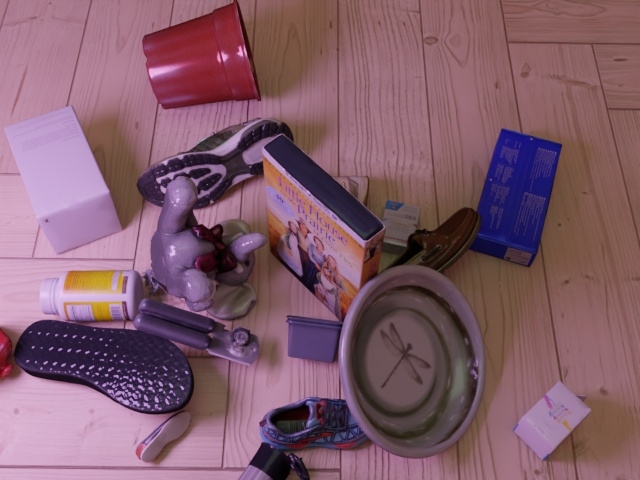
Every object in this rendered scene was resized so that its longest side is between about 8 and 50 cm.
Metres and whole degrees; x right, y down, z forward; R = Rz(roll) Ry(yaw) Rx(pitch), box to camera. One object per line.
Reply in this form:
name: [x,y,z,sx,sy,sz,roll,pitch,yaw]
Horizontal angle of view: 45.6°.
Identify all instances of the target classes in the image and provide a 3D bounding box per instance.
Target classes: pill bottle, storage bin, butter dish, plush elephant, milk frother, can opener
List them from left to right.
butter dish: [-0.727,0.255,1.663,0.118,0.160,0.160,36,64,-7]
pill bottle: [-0.521,0.127,1.742,0.214,0.117,0.117,0,59,-2]
can opener: [-0.269,0.209,1.667,0.283,0.095,0.076,20,58,-14]
plush elephant: [-0.241,0.036,1.738,0.255,0.330,0.272,-6,71,-30]
milk frother: [-0.101,0.486,1.521,0.129,0.143,0.135,32,62,9]
storage bin: [-0.015,0.222,1.717,0.135,0.098,0.091,8,87,3]

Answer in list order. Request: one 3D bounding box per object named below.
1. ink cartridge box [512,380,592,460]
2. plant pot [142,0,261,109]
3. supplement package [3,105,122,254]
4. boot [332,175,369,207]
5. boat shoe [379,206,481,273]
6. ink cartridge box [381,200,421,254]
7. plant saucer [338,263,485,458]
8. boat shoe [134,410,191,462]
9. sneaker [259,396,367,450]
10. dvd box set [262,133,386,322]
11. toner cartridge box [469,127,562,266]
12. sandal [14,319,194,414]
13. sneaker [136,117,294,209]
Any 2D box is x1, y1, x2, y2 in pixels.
ink cartridge box: [0.499,0.378,1.624,0.143,0.092,0.090,-37,66,-22]
plant pot: [-0.318,-0.477,2.034,0.265,0.272,0.273,-13,60,0]
supplement package: [-0.628,-0.149,1.869,0.177,0.175,0.293,-22,62,-15]
boot: [0.008,-0.063,1.875,0.203,0.095,0.262,9,58,4]
boat shoe: [0.258,0.020,1.786,0.104,0.110,0.307,46,72,-13]
ink cartridge box: [0.193,-0.029,1.883,0.088,0.052,0.123,13,59,7]
plant saucer: [0.181,0.255,1.621,0.400,0.100,0.401,8,77,-34]
boat shoe: [-0.336,0.412,1.620,0.137,0.049,0.043,-44,30,-22]
sneaker: [0.003,0.381,1.595,0.261,0.125,0.104,-9,60,-6]
dvd box set: [0.000,0.000,1.651,0.062,0.420,0.307,-38,68,-21]
toner cartridge box: [0.492,-0.114,1.925,0.165,0.075,0.348,18,61,8]
sandal: [-0.460,0.274,1.678,0.445,0.107,0.168,13,60,21]
sneaker: [-0.277,-0.209,1.964,0.410,0.158,0.182,-22,31,-11]
